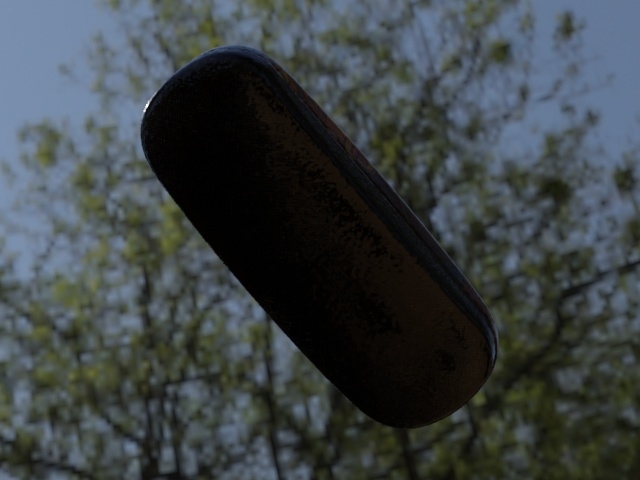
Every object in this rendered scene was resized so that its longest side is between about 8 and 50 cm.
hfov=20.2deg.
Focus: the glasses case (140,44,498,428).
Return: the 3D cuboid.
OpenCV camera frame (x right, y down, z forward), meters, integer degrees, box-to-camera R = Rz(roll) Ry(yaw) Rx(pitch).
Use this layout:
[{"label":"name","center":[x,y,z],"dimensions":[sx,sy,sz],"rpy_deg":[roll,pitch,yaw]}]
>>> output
[{"label":"glasses case","center":[0.000,0.000,1.309],"dimensions":[0.122,0.321,0.082],"rpy_deg":[-38,7,20]}]
